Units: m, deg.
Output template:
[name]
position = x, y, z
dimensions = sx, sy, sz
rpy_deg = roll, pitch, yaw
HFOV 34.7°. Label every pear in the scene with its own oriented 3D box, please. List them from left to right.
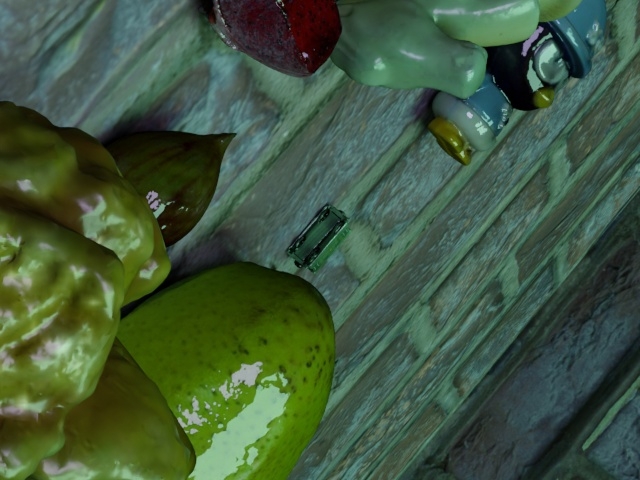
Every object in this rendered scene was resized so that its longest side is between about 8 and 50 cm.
[pear]
position = -0.105, 0.172, 1.145
dimensions = 0.318, 0.238, 0.342
rpy_deg = -47, 157, 10

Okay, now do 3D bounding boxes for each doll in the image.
[doll]
position = 0.271, -0.237, 1.348
dimensions = 0.314, 0.141, 0.177
rpy_deg = -49, 152, 2

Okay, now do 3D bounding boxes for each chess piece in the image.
[chess piece]
position = 0.143, -0.248, 1.067
dimensions = 0.298, 0.175, 0.176
rpy_deg = -40, 153, -22

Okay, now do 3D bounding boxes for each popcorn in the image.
[popcorn]
position = -0.238, 0.065, 0.646
dimensions = 0.290, 0.321, 0.326
rpy_deg = 101, 12, -58

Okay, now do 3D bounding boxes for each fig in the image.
[fig]
position = -0.139, -0.057, 0.927
dimensions = 0.154, 0.103, 0.109
rpy_deg = -38, 176, -9

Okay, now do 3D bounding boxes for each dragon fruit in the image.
[dragon fruit]
position = -0.050, -0.218, 0.894
dimensions = 0.102, 0.096, 0.147
rpy_deg = -45, 126, -39

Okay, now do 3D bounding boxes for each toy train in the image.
[toy train]
position = 0.000, 0.000, 1.326
dimensions = 0.093, 0.038, 0.056
rpy_deg = -50, 162, -6

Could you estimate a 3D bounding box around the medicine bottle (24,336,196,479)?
[medicine bottle]
position = -0.314, 0.223, 0.852
dimensions = 0.384, 0.224, 0.224
rpy_deg = -39, 153, -17
